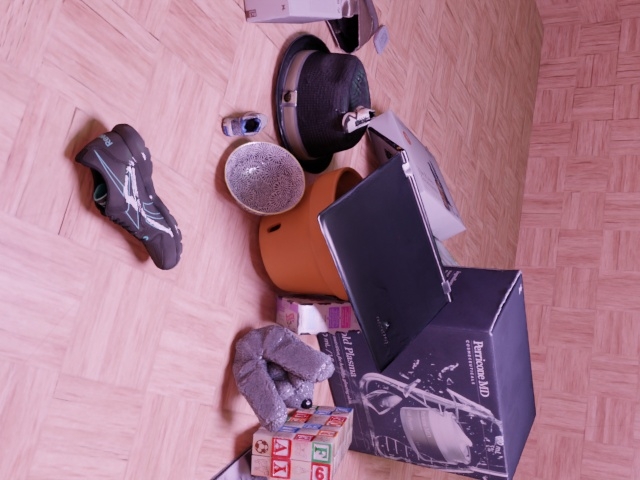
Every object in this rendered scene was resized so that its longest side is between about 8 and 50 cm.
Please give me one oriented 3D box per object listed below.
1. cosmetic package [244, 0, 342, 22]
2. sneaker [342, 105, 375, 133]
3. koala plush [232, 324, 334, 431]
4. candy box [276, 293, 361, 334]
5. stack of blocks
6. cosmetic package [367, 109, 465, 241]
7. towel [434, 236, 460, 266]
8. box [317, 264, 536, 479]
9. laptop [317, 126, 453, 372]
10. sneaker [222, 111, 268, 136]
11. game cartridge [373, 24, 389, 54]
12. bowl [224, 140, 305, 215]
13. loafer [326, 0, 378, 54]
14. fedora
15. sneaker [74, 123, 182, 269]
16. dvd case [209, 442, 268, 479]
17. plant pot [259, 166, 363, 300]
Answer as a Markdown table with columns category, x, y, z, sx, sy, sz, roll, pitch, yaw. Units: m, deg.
| category | x | y | z | sx | sy | sz | roll | pitch | yaw |
| --- | --- | --- | --- | --- | --- | --- | --- | --- | --- |
| cosmetic package | -0.057 | -0.525 | 1.503 | 0.231 | 0.117 | 0.085 | -26 | 114 | -58 |
| sneaker | 0.086 | -0.273 | 1.540 | 0.109 | 0.044 | 0.040 | -46 | 139 | -40 |
| koala plush | -0.075 | 0.298 | 1.482 | 0.196 | 0.203 | 0.221 | -45 | 151 | -8 |
| candy box | 0.014 | 0.162 | 1.544 | 0.196 | 0.165 | 0.070 | -1 | 94 | -21 |
| stack of blocks | -0.032 | 0.452 | 1.556 | 0.297 | 0.171 | 0.087 | 0 | 93 | -78 |
| cosmetic package | 0.288 | -0.183 | 2.028 | 0.377 | 0.097 | 0.284 | 28 | 37 | -58 |
| towel | 0.346 | 0.070 | 2.029 | 0.374 | 0.090 | 0.320 | 52 | 16 | 11 |
| box | 0.285 | 0.329 | 1.801 | 0.297 | 0.472 | 0.479 | -46 | 130 | -49 |
| laptop | 0.122 | 0.000 | 1.514 | 0.408 | 0.236 | 0.382 | -120 | -172 | -66 |
| sneaker | -0.143 | -0.240 | 1.430 | 0.135 | 0.058 | 0.052 | -32 | 119 | -56 |
| game cartridge | 0.178 | -0.592 | 2.003 | 0.083 | 0.017 | 0.056 | -63 | 146 | -36 |
| bowl | -0.124 | -0.114 | 1.423 | 0.170 | 0.080 | 0.170 | 9 | 63 | -18 |
| loafer | 0.047 | -0.597 | 1.657 | 0.366 | 0.134 | 0.130 | 50 | 50 | -49 |
| fedora | 0.028 | -0.326 | 1.626 | 0.334 | 0.153 | 0.334 | -8 | 100 | -60 |
| sneaker | -0.316 | -0.057 | 1.134 | 0.106 | 0.101 | 0.267 | -35 | 122 | -31 |
| dvd case | -0.180 | 0.552 | 1.463 | 0.221 | 0.018 | 0.164 | -26 | 114 | -57 |
| plant pot | 0.000 | 0.000 | 1.512 | 0.291 | 0.203 | 0.290 | 39 | 45 | -55 |
